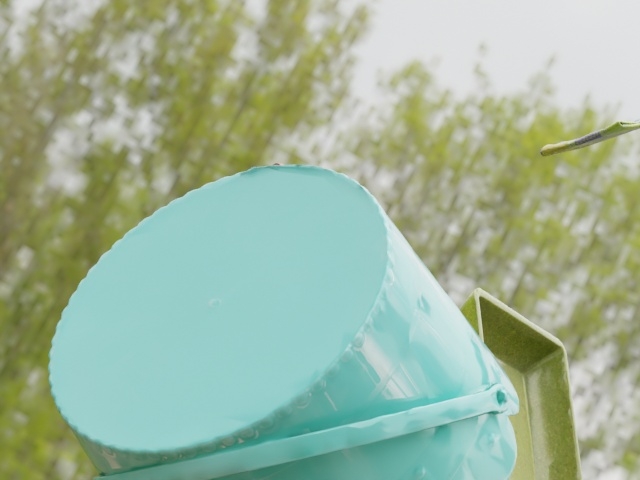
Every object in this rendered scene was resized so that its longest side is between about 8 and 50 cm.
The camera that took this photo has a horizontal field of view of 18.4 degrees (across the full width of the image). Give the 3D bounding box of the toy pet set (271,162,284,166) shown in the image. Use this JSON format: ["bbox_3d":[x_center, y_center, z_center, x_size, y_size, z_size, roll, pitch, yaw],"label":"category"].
[{"bbox_3d":[0.000,0.000,1.809,0.122,0.065,0.114,38,-60,25],"label":"toy pet set"}]

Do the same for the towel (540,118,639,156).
[{"bbox_3d":[0.220,-0.084,1.567,0.083,0.009,0.060,-19,-4,43],"label":"towel"}]

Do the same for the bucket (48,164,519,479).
[{"bbox_3d":[-0.029,0.098,1.277,0.281,0.281,0.183,7,-37,39],"label":"bucket"}]

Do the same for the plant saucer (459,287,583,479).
[{"bbox_3d":[0.152,0.153,1.570,0.045,0.188,0.188,-15,-23,24],"label":"plant saucer"}]
